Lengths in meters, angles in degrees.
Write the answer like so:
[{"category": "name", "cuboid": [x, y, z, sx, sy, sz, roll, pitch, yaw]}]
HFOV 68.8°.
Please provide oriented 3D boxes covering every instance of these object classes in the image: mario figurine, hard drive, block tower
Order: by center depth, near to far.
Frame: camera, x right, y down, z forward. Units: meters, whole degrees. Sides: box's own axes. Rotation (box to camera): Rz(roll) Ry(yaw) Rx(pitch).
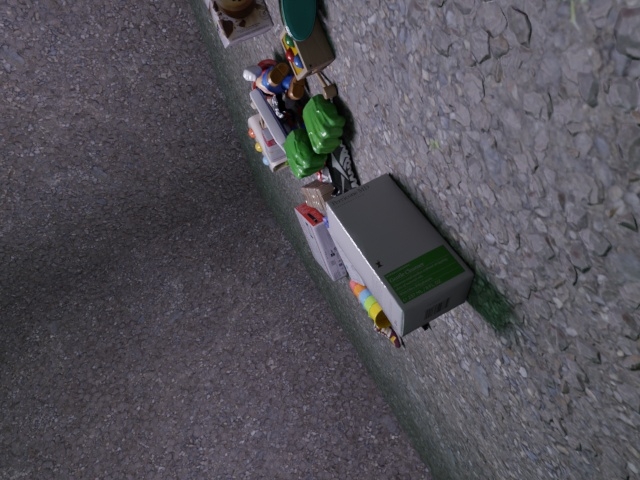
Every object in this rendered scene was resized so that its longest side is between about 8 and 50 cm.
[{"category": "mario figurine", "cuboid": [-0.168, -0.529, 1.626, 0.198, 0.170, 0.320, 66, 169, -25]}, {"category": "hard drive", "cuboid": [-0.148, -0.395, 1.686, 0.210, 0.040, 0.319, 61, -175, 8]}, {"category": "block tower", "cuboid": [0.006, -0.184, 1.835, 0.090, 0.097, 0.335, 66, 171, -12]}]

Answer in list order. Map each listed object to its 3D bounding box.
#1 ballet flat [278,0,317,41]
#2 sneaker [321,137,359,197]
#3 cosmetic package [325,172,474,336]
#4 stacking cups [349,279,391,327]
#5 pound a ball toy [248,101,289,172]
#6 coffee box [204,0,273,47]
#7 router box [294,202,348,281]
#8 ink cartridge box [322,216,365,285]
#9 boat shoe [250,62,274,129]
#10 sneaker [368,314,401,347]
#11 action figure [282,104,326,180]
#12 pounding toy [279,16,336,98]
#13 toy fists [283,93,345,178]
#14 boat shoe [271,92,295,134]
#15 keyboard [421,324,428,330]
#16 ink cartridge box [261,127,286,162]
[{"category": "ballet flat", "cuboid": [-0.065, -0.622, 1.098, 0.096, 0.096, 0.280, -113, 13, -54]}, {"category": "sneaker", "cuboid": [0.044, -0.230, 1.470, 0.078, 0.106, 0.234, 43, 158, 62]}, {"category": "cosmetic package", "cuboid": [0.183, 0.028, 1.168, 0.365, 0.197, 0.155, 56, 168, 32]}, {"category": "stacking cups", "cuboid": [0.203, 0.238, 1.942, 0.316, 0.096, 0.095, 52, 165, 59]}, {"category": "pound a ball toy", "cuboid": [-0.265, -0.509, 2.273, 0.319, 0.136, 0.208, 62, 170, 4]}, {"category": "coffee box", "cuboid": [-0.298, -0.818, 1.540, 0.297, 0.168, 0.119, 66, 170, -20]}, {"category": "router box", "cuboid": [0.000, 0.000, 2.378, 0.301, 0.082, 0.335, 47, 161, 59]}, {"category": "ink cartridge box", "cuboid": [0.114, 0.032, 1.928, 0.310, 0.065, 0.186, 62, 171, -7]}, {"category": "boat shoe", "cuboid": [-0.248, -0.612, 2.017, 0.109, 0.098, 0.302, 56, 168, 37]}, {"category": "sneaker", "cuboid": [0.268, 0.375, 1.952, 0.185, 0.084, 0.069, 63, 170, 6]}, {"category": "action figure", "cuboid": [-0.044, -0.340, 1.678, 0.139, 0.092, 0.280, -116, 2, -76]}, {"category": "pounding toy", "cuboid": [-0.034, -0.476, 1.270, 0.205, 0.094, 0.181, 66, 170, -13]}, {"category": "toy fists", "cuboid": [-0.017, -0.295, 1.400, 0.279, 0.096, 0.142, -47, 53, 48]}, {"category": "boat shoe", "cuboid": [-0.147, -0.502, 1.855, 0.065, 0.075, 0.205, -136, 26, -71]}, {"category": "keyboard", "cuboid": [0.305, 0.204, 1.502, 0.180, 0.023, 0.108, 65, 177, -16]}, {"category": "ink cartridge box", "cuboid": [-0.182, -0.434, 2.054, 0.072, 0.128, 0.175, 62, 170, 18]}]
